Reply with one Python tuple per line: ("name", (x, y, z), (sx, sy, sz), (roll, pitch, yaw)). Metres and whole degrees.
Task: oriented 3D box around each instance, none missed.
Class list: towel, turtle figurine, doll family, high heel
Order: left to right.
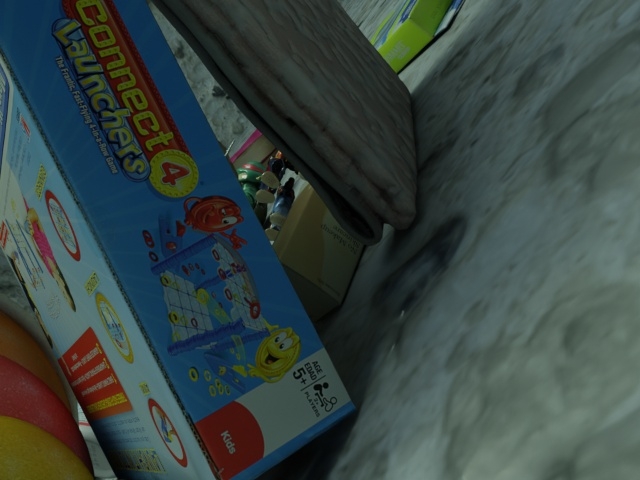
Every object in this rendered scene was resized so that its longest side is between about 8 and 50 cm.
("turtle figurine", (-0.134, -0.035, 1.037), (0.175, 0.118, 0.234), (104, -175, -84))
("high heel", (-0.120, -0.144, 1.399), (0.117, 0.082, 0.244), (-35, 17, 33))
("towel", (-0.041, -0.183, 0.588), (0.053, 0.332, 0.317), (-35, 20, 21))
("doll family", (-0.033, -0.087, 0.902), (0.193, 0.076, 0.111), (-53, 17, 22))

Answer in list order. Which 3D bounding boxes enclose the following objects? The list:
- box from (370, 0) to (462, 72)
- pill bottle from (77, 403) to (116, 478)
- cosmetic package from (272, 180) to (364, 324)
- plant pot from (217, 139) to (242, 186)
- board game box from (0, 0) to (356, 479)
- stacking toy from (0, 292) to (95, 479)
("box", (0.106, -0.254, 0.891), (0.109, 0.042, 0.178), (-61, 13, -26))
("pill bottle", (-0.234, 0.190, 0.882), (0.087, 0.087, 0.160), (-44, 16, 40))
("cosmetic package", (0.000, 0.000, 0.577), (0.041, 0.060, 0.115), (-41, 20, 46))
("plant pot", (-0.203, -0.055, 1.261), (0.237, 0.109, 0.238), (-19, 62, 41))
("board game box", (-0.143, 0.012, 0.514), (0.086, 0.302, 0.308), (-27, -2, -29))
("stacking toy", (-0.252, 0.218, 0.481), (0.479, 0.350, 0.351), (11, 64, 50))
